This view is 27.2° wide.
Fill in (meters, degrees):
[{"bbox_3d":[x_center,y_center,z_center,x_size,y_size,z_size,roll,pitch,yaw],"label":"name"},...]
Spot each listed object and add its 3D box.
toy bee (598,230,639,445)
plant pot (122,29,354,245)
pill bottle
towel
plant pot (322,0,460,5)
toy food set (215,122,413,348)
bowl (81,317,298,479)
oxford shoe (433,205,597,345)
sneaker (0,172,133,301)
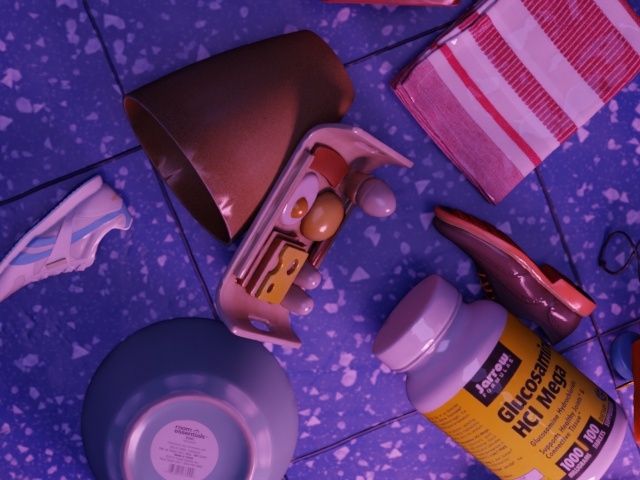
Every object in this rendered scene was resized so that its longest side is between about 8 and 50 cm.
[{"bbox_3d":[0.501,0.146,1.852,0.162,0.195,0.298,10,85,-31],"label":"toy bee"},{"bbox_3d":[-0.090,-0.162,1.741,0.254,0.237,0.237,-37,100,-14],"label":"plant pot"},{"bbox_3d":[0.241,0.203,1.822,0.334,0.188,0.188,39,93,-9],"label":"pill bottle"},{"bbox_3d":[0.287,-0.238,1.825,0.329,0.037,0.237,-43,108,2],"label":"towel"},{"bbox_3d":[0.087,-0.433,1.694,0.267,0.267,0.235,0,111,-5],"label":"plant pot"},{"bbox_3d":[0.000,0.000,1.750,0.092,0.220,0.306,32,95,24],"label":"toy food set"},{"bbox_3d":[-0.179,0.275,1.811,0.312,0.163,0.311,-1,99,-5],"label":"bowl"},{"bbox_3d":[0.256,0.051,1.851,0.271,0.097,0.098,35,100,-9],"label":"oxford shoe"},{"bbox_3d":[-0.360,0.013,1.796,0.229,0.087,0.092,-41,102,4],"label":"sneaker"}]
